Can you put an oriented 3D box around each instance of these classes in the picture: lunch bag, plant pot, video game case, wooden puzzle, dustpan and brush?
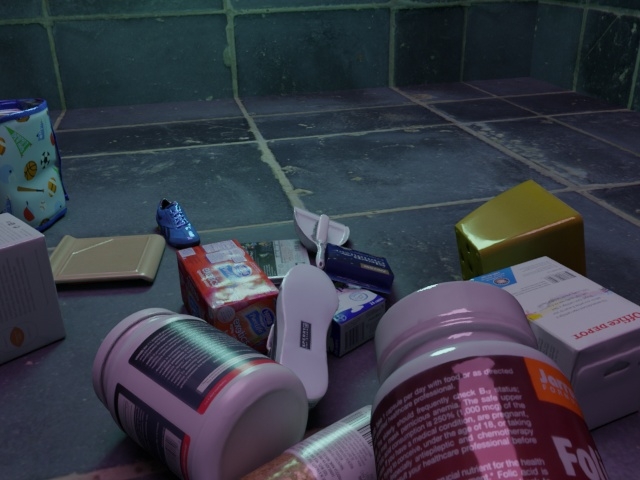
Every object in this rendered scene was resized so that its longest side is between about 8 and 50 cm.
[{"bbox_3d":[-0.830,-0.162,1.562,0.238,0.328,0.385,17,32,32],"label":"lunch bag"},{"bbox_3d":[0.387,0.031,1.252,0.187,0.212,0.212,-17,26,-3],"label":"plant pot"},{"bbox_3d":[-0.113,0.049,1.431,0.173,0.022,0.190,-4,26,-6],"label":"video game case"},{"bbox_3d":[-0.488,0.045,1.439,0.238,0.044,0.221,1,24,-6],"label":"wooden puzzle"},{"bbox_3d":[0.000,0.000,1.463,0.147,0.060,0.211,20,47,-14],"label":"dustpan and brush"}]

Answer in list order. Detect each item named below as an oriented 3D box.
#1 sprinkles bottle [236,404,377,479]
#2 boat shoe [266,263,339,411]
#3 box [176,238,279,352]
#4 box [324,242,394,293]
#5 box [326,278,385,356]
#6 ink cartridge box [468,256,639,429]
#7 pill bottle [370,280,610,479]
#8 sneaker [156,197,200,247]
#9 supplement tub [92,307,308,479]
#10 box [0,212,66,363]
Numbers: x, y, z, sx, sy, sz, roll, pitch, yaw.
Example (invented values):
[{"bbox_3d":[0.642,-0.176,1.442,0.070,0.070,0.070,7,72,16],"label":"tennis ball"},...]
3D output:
[{"bbox_3d":[0.016,0.295,0.774,0.355,0.121,0.121,-19,30,-33],"label":"sprinkles bottle"},{"bbox_3d":[-0.037,0.165,1.038,0.108,0.102,0.301,21,38,-16],"label":"boat shoe"},{"bbox_3d":[-0.176,0.107,1.185,0.128,0.123,0.257,-13,27,-23],"label":"box"},{"bbox_3d":[0.076,0.054,1.291,0.136,0.037,0.225,15,10,-2],"label":"box"},{"bbox_3d":[0.031,0.137,1.172,0.126,0.072,0.137,-23,32,-39],"label":"box"},{"bbox_3d":[0.368,0.160,0.991,0.171,0.168,0.232,-13,27,-22],"label":"ink cartridge box"},{"bbox_3d":[0.170,0.245,0.634,0.223,0.224,0.392,-2,43,-2],"label":"pill bottle"},{"bbox_3d":[-0.364,-0.046,1.578,0.069,0.082,0.209,-13,29,-29],"label":"sneaker"},{"bbox_3d":[-0.170,0.217,0.868,0.272,0.191,0.191,21,33,38],"label":"supplement tub"},{"bbox_3d":[-0.655,0.116,1.082,0.168,0.215,0.345,21,32,40],"label":"box"}]
